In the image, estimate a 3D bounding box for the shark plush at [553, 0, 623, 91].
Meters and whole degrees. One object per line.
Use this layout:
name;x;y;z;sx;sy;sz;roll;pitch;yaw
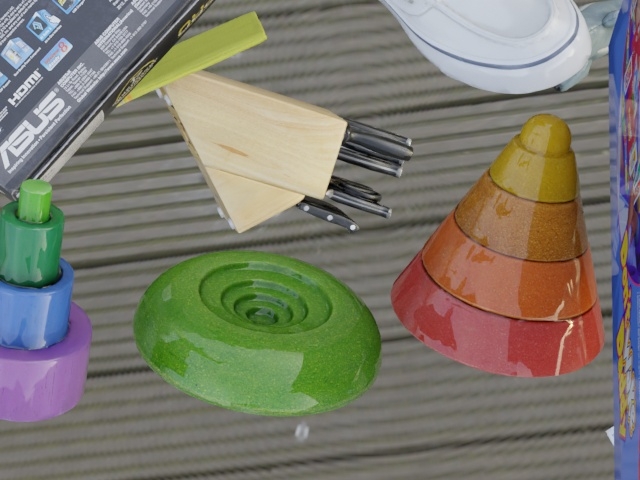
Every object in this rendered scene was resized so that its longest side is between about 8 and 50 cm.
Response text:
shark plush;0.246;-0.176;1.279;0.161;0.067;0.073;-14;87;-9

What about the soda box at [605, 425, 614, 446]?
soda box;0.286;0.091;0.933;0.216;0.074;0.069;-39;67;31

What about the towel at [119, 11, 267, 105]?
towel;-0.167;-0.169;1.568;0.237;0.102;0.021;-24;114;2

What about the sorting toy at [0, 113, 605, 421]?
sorting toy;0.000;0.000;0.756;0.366;0.127;0.126;-5;122;-29

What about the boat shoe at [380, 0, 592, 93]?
boat shoe;0.074;-0.186;1.016;0.095;0.084;0.258;-43;51;-10

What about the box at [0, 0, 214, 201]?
box;-0.217;-0.274;1.178;0.318;0.097;0.395;41;83;-3

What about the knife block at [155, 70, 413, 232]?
knife block;-0.027;-0.126;1.742;0.242;0.088;0.275;-29;109;-8

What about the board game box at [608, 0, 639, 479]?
board game box;0.186;-0.004;0.671;0.078;0.233;0.347;4;64;2
